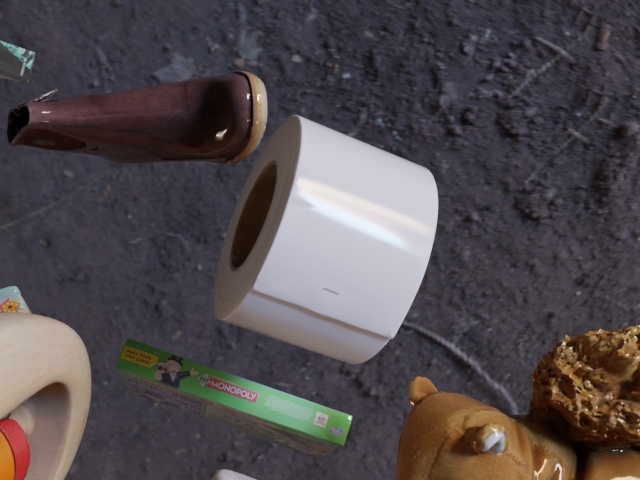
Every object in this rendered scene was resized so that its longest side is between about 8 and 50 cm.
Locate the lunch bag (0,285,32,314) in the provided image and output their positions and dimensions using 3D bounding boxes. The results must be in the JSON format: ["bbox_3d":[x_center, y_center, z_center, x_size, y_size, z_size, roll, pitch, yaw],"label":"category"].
[{"bbox_3d":[-0.519,0.238,1.632,0.223,0.160,0.262,62,155,25],"label":"lunch bag"}]

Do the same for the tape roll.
[{"bbox_3d":[0.000,0.000,1.132,0.169,0.246,0.246,21,108,-16],"label":"tape roll"}]

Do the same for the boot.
[{"bbox_3d":[-0.187,-0.116,1.001,0.248,0.207,0.090,-6,88,58],"label":"boot"}]

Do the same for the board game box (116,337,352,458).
[{"bbox_3d":[-0.126,0.229,1.412,0.317,0.213,0.046,20,71,-2],"label":"board game box"}]

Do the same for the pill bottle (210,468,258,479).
[{"bbox_3d":[-0.102,0.424,1.063,0.176,0.176,0.318,22,81,25],"label":"pill bottle"}]

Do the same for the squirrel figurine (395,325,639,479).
[{"bbox_3d":[0.279,0.259,1.210,0.370,0.281,0.397,36,90,-21],"label":"squirrel figurine"}]

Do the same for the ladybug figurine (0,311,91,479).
[{"bbox_3d":[-0.357,0.203,0.874,0.162,0.449,0.305,20,102,8],"label":"ladybug figurine"}]

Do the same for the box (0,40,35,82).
[{"bbox_3d":[-0.636,-0.316,1.525,0.232,0.322,0.058,14,92,42],"label":"box"}]
